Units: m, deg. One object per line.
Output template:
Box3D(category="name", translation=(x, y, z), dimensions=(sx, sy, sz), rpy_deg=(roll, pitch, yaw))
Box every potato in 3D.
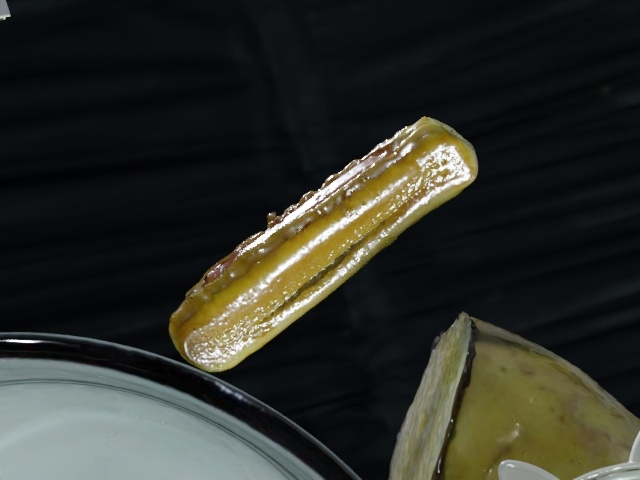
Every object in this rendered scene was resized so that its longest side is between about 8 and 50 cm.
Box3D(category="potato", translation=(0.196, 0.228, 1.674), dimensions=(0.289, 0.237, 0.301), rpy_deg=(-86, 12, -68))

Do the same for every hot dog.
Box3D(category="hot dog", translation=(0.002, 0.003, 1.505), dimensions=(0.088, 0.286, 0.061), rpy_deg=(55, -174, -26))

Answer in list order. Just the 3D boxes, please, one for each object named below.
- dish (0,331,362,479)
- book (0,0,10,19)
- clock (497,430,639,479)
Box3D(category="dish", translation=(-0.090, 0.156, 0.761), dimensions=(0.106, 0.316, 0.316), rpy_deg=(-78, -10, -63))
Box3D(category="book", translation=(-0.390, -0.302, 1.894), dimensions=(0.014, 0.127, 0.182), rpy_deg=(-20, 87, 48))
Box3D(category="clock", translation=(0.247, 0.292, 1.362), dimensions=(0.108, 0.265, 0.324), rpy_deg=(16, -125, -78))
